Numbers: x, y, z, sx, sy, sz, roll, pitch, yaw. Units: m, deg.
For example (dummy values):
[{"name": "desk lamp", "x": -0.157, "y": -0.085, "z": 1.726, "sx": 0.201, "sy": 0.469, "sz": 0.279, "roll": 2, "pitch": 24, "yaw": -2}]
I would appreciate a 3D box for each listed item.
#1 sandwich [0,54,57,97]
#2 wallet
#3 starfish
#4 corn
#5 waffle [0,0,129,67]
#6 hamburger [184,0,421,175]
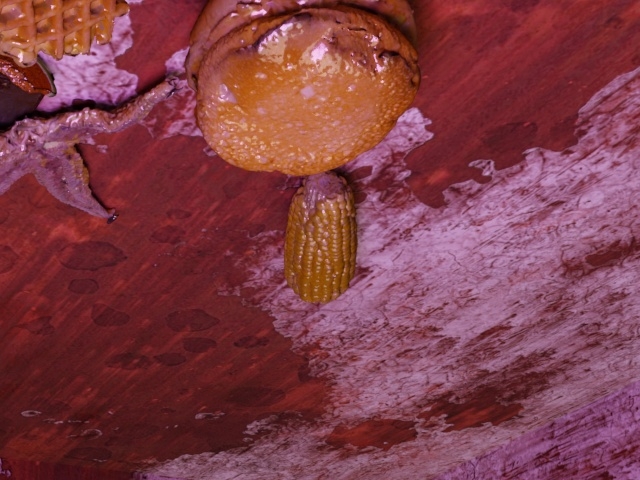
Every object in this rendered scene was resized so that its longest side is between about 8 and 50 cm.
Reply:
[{"name": "sandwich", "x": -0.402, "y": -0.230, "z": 1.295, "sx": 0.029, "sy": 0.067, "sz": 0.135, "roll": -28, "pitch": 138, "yaw": 27}, {"name": "wallet", "x": -0.475, "y": -0.177, "z": 1.408, "sx": 0.121, "sy": 0.031, "sz": 0.232, "roll": 12, "pitch": 146, "yaw": -33}, {"name": "starfish", "x": -0.414, "y": -0.087, "z": 1.453, "sx": 0.398, "sy": 0.132, "sz": 0.384, "roll": -28, "pitch": 164, "yaw": -25}, {"name": "corn", "x": 0.000, "y": 0.000, "z": 1.700, "sx": 0.130, "sy": 0.130, "sz": 0.347, "roll": -3, "pitch": 146, "yaw": -4}, {"name": "waffle", "x": -0.290, "y": -0.302, "z": 1.106, "sx": 0.243, "sy": 0.058, "sz": 0.238, "roll": -53, "pitch": 158, "yaw": 11}, {"name": "hamburger", "x": -0.023, "y": -0.225, "z": 1.270, "sx": 0.289, "sy": 0.170, "sz": 0.314, "roll": 7, "pitch": 146, "yaw": -26}]
